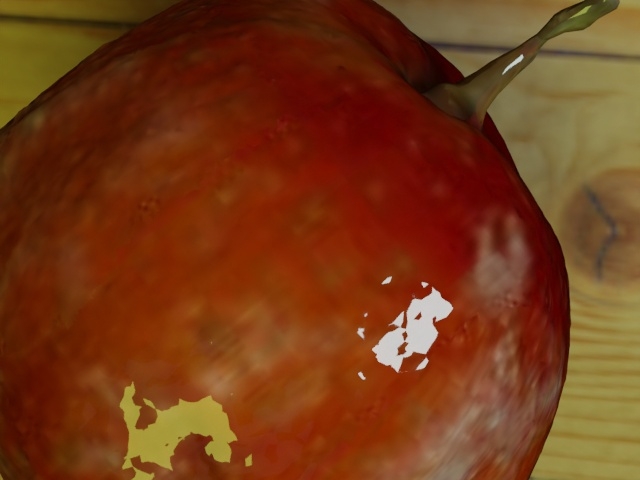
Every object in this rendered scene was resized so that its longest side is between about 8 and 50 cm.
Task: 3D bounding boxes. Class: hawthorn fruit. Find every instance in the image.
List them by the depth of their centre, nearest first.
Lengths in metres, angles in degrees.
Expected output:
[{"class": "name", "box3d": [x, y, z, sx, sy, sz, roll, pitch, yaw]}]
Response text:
[{"class": "hawthorn fruit", "box3d": [0.000, 0.000, 0.720, 0.242, 0.242, 0.271, 38, 112, -17]}]
